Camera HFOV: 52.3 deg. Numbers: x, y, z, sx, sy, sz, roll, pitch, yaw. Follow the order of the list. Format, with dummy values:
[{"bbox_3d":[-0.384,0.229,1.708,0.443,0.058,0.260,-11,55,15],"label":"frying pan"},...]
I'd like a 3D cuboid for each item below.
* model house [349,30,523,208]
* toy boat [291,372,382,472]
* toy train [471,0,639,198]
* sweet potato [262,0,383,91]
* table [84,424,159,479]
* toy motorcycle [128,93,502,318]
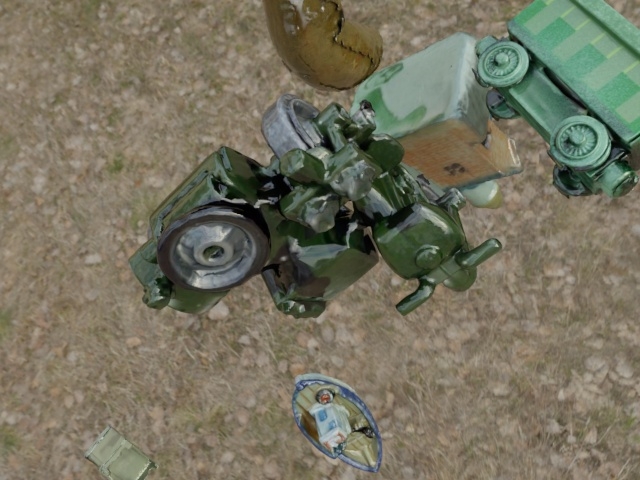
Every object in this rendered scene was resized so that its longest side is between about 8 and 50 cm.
[{"bbox_3d":[0.243,-0.173,1.188,0.267,0.325,0.194,-14,52,45],"label":"model house"},{"bbox_3d":[0.035,0.328,1.130,0.114,0.262,0.115,-33,40,7],"label":"toy boat"},{"bbox_3d":[0.342,-0.201,0.865,0.202,0.120,0.300,-39,59,10],"label":"toy train"},{"bbox_3d":[0.004,-0.238,0.742,0.098,0.310,0.124,22,93,24],"label":"sweet potato"},{"bbox_3d":[-0.321,0.357,1.054,0.083,0.079,0.062,12,57,47],"label":"table"},{"bbox_3d":[0.000,0.000,0.506,0.205,0.275,0.127,-40,50,23],"label":"toy motorcycle"}]
